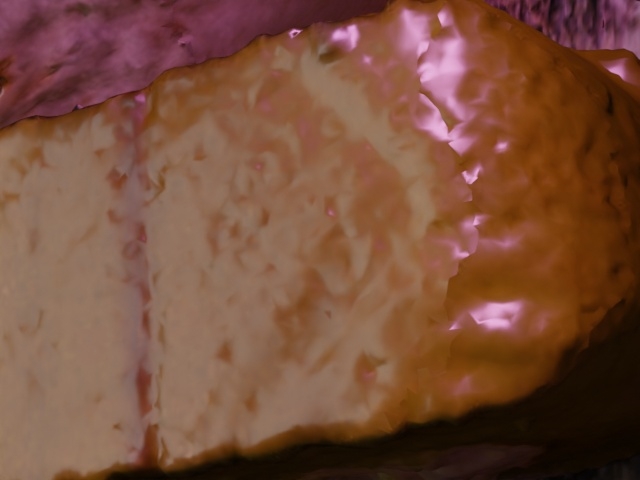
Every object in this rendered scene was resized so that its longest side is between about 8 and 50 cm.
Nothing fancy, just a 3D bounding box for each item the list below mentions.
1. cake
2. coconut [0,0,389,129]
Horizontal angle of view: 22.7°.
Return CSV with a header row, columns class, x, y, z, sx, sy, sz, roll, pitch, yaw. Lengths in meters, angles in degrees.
class,x,y,z,sx,sy,sz,roll,pitch,yaw
cake,0.004,0.020,0.538,0.261,0.179,0.156,-12,77,28
coconut,-0.077,-0.161,0.735,0.329,0.329,0.328,-175,90,-71
